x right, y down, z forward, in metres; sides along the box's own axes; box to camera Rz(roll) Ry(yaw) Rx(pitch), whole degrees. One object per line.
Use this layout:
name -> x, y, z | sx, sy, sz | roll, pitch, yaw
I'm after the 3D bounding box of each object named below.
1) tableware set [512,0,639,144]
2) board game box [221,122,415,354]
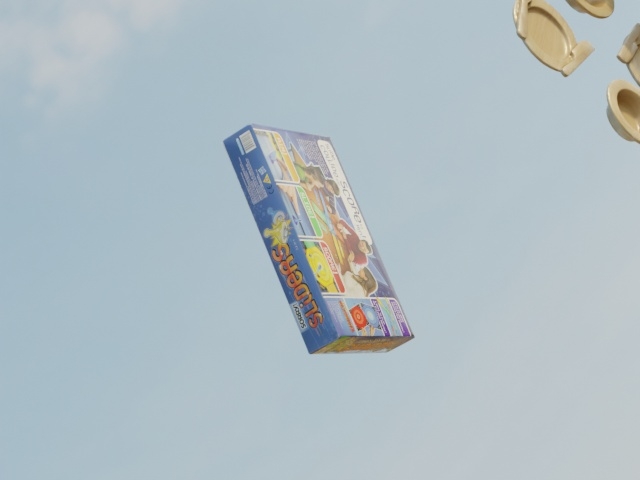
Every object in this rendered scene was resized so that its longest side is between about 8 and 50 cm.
tableware set -> 0.205, -0.137, 1.328 | 0.020, 0.168, 0.141 | -37, 15, 39
board game box -> 0.000, 0.000, 1.595 | 0.035, 0.201, 0.136 | -30, -18, 26
